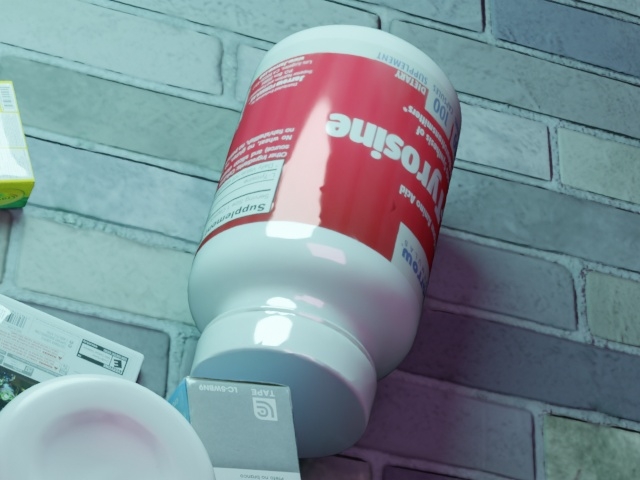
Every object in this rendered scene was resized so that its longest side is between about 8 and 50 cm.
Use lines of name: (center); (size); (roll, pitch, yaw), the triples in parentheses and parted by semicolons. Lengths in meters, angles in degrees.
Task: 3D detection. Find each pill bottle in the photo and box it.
pill bottle: (-0.219, 0.263, 1.574); (0.188, 0.334, 0.188); (13, 53, -17)
pill bottle: (0.000, 0.000, 1.930); (0.229, 0.229, 0.408); (22, 51, -9)

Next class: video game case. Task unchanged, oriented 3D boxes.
video game case: (-0.278, 0.142, 1.836); (0.190, 0.022, 0.173); (24, 50, -9)

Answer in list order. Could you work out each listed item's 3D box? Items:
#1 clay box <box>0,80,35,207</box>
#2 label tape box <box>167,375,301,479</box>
clay box: (-0.404, -0.093, 1.922); (0.222, 0.053, 0.127); (-3, 59, -25)
label tape box: (-0.097, 0.319, 1.654); (0.106, 0.240, 0.334); (7, 55, -23)
